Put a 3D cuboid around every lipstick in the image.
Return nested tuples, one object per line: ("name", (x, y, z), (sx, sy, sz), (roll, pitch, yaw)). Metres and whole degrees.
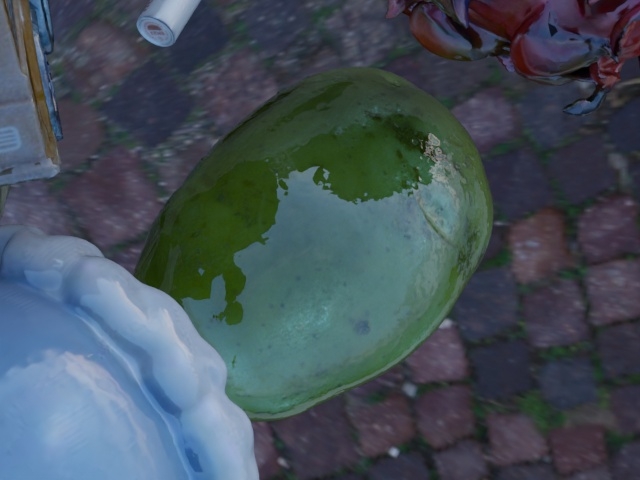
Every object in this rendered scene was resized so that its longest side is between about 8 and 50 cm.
("lipstick", (-0.117, -0.230, 1.584), (0.038, 0.038, 0.130), (35, 58, -12))

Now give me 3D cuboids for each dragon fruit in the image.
("dragon fruit", (0.133, -0.216, 1.178), (0.307, 0.227, 0.243), (-20, 53, -11))

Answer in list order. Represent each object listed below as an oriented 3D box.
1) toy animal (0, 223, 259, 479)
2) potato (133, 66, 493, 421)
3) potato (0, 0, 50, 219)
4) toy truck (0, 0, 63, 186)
("toy animal", (-0.143, 0.100, 0.718), (0.204, 0.208, 0.156), (-39, 136, -36))
("potato", (-0.001, -0.003, 1.319), (0.304, 0.216, 0.215), (-35, 100, -39))
("potato", (-0.295, -0.250, 1.074), (0.319, 0.385, 0.442), (13, 116, -12))
("toy truck", (-0.187, -0.154, 0.706), (0.136, 0.305, 0.162), (-11, 133, -5))
